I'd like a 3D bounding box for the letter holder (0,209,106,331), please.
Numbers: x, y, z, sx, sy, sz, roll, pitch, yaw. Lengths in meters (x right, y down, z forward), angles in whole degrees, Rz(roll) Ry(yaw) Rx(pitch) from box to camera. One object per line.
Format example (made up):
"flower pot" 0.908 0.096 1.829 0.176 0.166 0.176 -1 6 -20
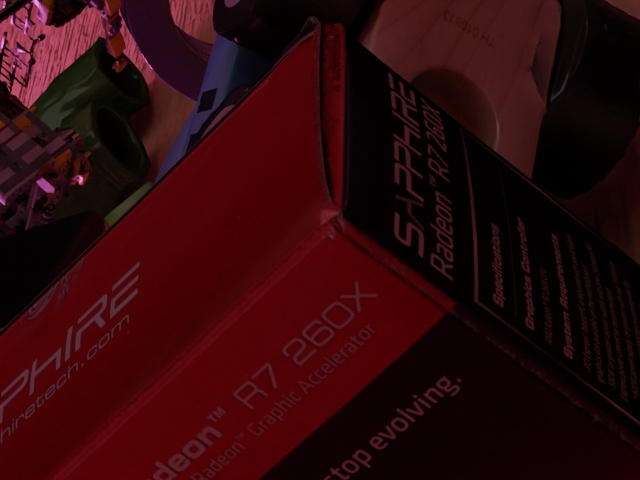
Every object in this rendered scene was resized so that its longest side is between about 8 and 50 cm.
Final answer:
"letter holder" -0.260 0.140 1.302 0.302 0.214 0.152 -16 25 20

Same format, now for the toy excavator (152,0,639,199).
"toy excavator" -0.039 0.071 1.072 0.445 0.222 0.433 -37 34 58

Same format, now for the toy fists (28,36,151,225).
"toy fists" -0.225 -0.074 1.722 0.142 0.096 0.279 -39 25 15

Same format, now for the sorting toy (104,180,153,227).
"sorting toy" 0.007 -0.083 1.210 0.348 0.047 0.196 -39 -12 7

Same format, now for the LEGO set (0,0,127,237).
"LEGO set" -0.229 -0.061 1.427 0.255 0.192 0.331 -39 -14 -42

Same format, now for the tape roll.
"tape roll" -0.062 -0.200 1.456 0.189 0.189 0.080 -51 24 9

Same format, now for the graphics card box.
"graphics card box" 0.062 0.135 0.547 0.233 0.371 0.094 -42 26 25
